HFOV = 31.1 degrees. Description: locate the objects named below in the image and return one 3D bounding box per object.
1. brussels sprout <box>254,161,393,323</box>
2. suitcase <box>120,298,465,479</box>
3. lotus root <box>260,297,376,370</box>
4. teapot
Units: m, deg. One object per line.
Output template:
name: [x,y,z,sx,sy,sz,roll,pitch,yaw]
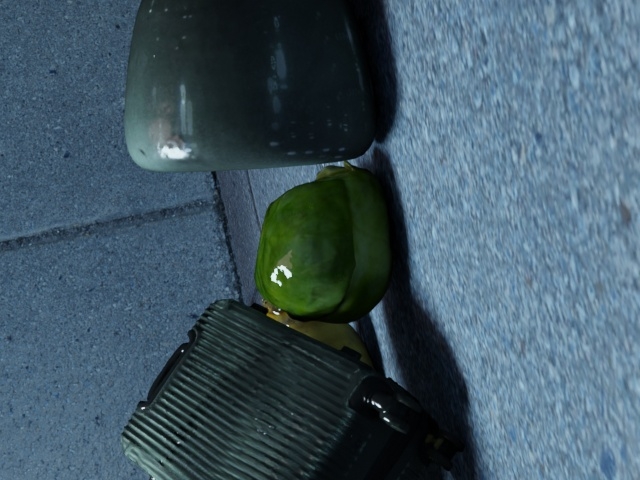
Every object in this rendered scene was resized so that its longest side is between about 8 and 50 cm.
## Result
brussels sprout: [0.001,0.008,1.089,0.183,0.131,0.145,135,128,-76]
suitcase: [-0.037,0.184,1.042,0.312,0.202,0.128,20,162,51]
lotus root: [0.007,0.190,1.333,0.146,0.131,0.303,4,108,58]
teapot: [-0.041,-0.212,1.036,0.223,0.305,0.285,3,101,44]
